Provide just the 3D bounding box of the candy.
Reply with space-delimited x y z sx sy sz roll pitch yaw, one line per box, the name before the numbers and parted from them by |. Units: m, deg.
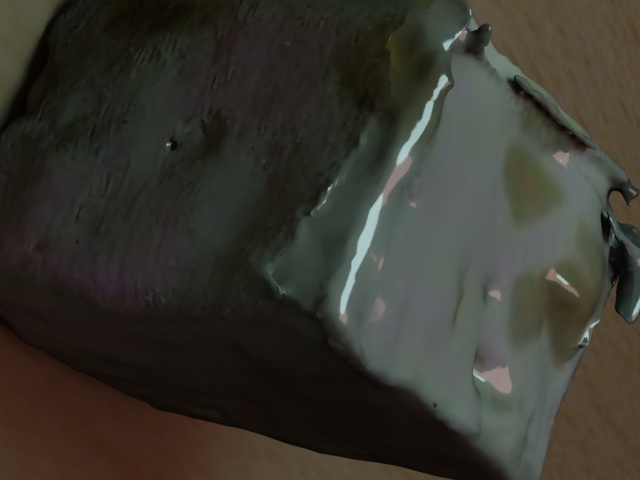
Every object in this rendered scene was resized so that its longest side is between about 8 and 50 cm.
candy | 0.000 0.000 0.707 0.185 0.195 0.137 39 65 -51
